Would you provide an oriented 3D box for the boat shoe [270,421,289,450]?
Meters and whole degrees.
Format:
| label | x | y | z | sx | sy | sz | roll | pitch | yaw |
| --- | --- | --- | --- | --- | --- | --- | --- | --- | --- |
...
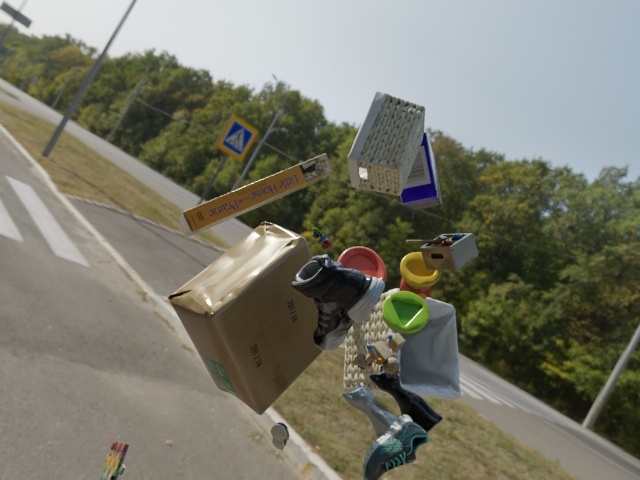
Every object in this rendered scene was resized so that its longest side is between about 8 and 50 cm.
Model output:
| label | x | y | z | sx | sy | sz | roll | pitch | yaw |
| --- | --- | --- | --- | --- | --- | --- | --- | --- | --- |
| boat shoe | -0.102 | 0.507 | 1.387 | 0.046 | 0.038 | 0.125 | 19 | -45 | 19 |

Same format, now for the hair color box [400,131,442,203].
| label | x | y | z | sx | sy | sz | roll | pitch | yaw |
| --- | --- | --- | --- | --- | --- | --- | --- | --- | --- |
| hair color box | 0.296 | -0.197 | 1.584 | 0.110 | 0.185 | 0.339 | -10 | -2 | 13 |

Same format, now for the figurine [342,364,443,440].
| label | x | y | z | sx | sy | sz | roll | pitch | yaw |
| --- | --- | --- | --- | --- | --- | --- | --- | --- | --- |
| figurine | 0.175 | 0.429 | 1.343 | 0.209 | 0.092 | 0.215 | 48 | 33 | 22 |

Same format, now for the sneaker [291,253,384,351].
| label | x | y | z | sx | sy | sz | roll | pitch | yaw |
| --- | --- | --- | --- | --- | --- | --- | --- | --- | --- |
| sneaker | 0.011 | 0.118 | 1.050 | 0.153 | 0.101 | 0.268 | 35 | -39 | 1 |

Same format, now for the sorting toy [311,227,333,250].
| label | x | y | z | sx | sy | sz | roll | pitch | yaw |
| --- | --- | --- | --- | --- | --- | --- | --- | --- | --- |
| sorting toy | 0.000 | 0.000 | 1.901 | 0.102 | 0.042 | 0.061 | 41 | -12 | -3 |

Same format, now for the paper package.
| label | x | y | z | sx | sy | sz | roll | pitch | yaw |
| --- | --- | --- | --- | --- | --- | --- | --- | --- | --- |
| paper package | -0.144 | 0.180 | 1.245 | 0.168 | 0.309 | 0.324 | 18 | -43 | 41 |

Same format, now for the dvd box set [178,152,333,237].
| label | x | y | z | sx | sy | sz | roll | pitch | yaw |
| --- | --- | --- | --- | --- | --- | --- | --- | --- | --- |
| dvd box set | -0.198 | -0.123 | 1.526 | 0.062 | 0.421 | 0.308 | 67 | -17 | -5 |

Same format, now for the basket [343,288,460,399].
| label | x | y | z | sx | sy | sz | roll | pitch | yaw |
| --- | --- | --- | --- | --- | --- | --- | --- | --- | --- |
| basket | 0.272 | 0.366 | 1.797 | 0.329 | 0.331 | 0.267 | 19 | -26 | -38 |

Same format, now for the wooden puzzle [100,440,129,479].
| label | x | y | z | sx | sy | sz | roll | pitch | yaw |
| --- | --- | --- | --- | --- | --- | --- | --- | --- | --- |
| wooden puzzle | -0.267 | 0.287 | 0.682 | 0.006 | 0.049 | 0.083 | 28 | -29 | -29 |

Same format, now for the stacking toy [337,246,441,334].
| label | x | y | z | sx | sy | sz | roll | pitch | yaw |
| --- | --- | --- | --- | --- | --- | --- | --- | --- | --- |
| stacking toy | 0.188 | 0.167 | 1.565 | 0.309 | 0.279 | 0.130 | 9 | -38 | 4 |

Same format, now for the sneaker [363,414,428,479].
| label | x | y | z | sx | sy | sz | roll | pitch | yaw |
| --- | --- | --- | --- | --- | --- | --- | --- | --- | --- |
| sneaker | 0.151 | 0.420 | 1.044 | 0.076 | 0.166 | 0.064 | 16 | -45 | 44 |

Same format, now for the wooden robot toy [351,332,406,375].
| label | x | y | z | sx | sy | sz | roll | pitch | yaw |
| --- | --- | --- | --- | --- | --- | --- | --- | --- | --- |
| wooden robot toy | 0.138 | 0.260 | 1.131 | 0.079 | 0.076 | 0.173 | 45 | 27 | 24 |

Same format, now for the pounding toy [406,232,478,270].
| label | x | y | z | sx | sy | sz | roll | pitch | yaw |
| --- | --- | --- | --- | --- | --- | --- | --- | --- | --- |
| pounding toy | 0.350 | 0.023 | 1.523 | 0.141 | 0.130 | 0.100 | -1 | -69 | 52 |

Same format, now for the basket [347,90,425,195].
| label | x | y | z | sx | sy | sz | roll | pitch | yaw |
| --- | --- | --- | --- | --- | --- | --- | --- | --- | --- |
| basket | 0.130 | -0.183 | 1.013 | 0.103 | 0.167 | 0.113 | 16 | -21 | 15 |
